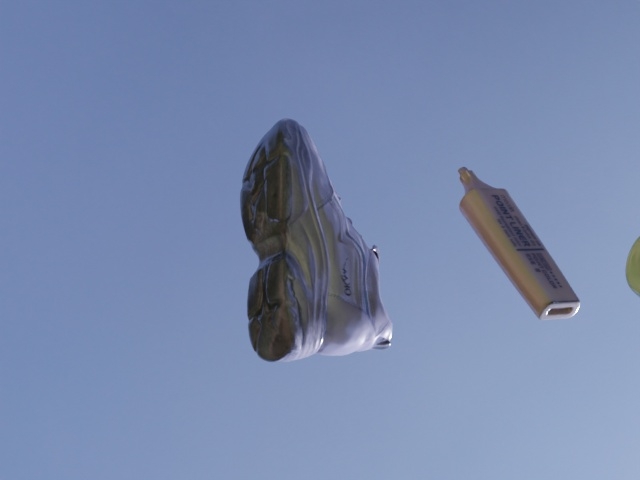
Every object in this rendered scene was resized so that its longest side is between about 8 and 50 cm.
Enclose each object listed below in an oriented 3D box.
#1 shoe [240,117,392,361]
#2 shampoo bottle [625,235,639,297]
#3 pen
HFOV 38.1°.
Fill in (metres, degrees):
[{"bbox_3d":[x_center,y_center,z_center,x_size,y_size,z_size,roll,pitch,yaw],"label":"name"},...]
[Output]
[{"bbox_3d":[0.000,0.000,0.890,0.095,0.138,0.245,-31,-124,48],"label":"shoe"},{"bbox_3d":[0.317,0.048,0.696,0.049,0.212,0.072,-11,-118,59],"label":"shampoo bottle"},{"bbox_3d":[0.171,-0.006,0.846,0.197,0.053,0.032,-118,-145,-42],"label":"pen"}]
